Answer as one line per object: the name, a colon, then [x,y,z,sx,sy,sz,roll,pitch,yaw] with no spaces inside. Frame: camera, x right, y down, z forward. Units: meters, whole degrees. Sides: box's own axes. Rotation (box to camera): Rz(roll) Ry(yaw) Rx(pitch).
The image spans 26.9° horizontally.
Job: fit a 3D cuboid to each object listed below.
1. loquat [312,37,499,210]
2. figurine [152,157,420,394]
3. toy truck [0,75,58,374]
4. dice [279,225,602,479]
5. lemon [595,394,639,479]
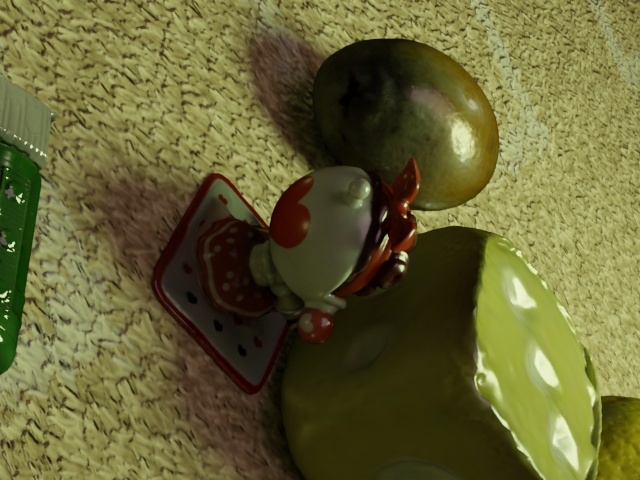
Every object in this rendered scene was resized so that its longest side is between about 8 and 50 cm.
loquat: [0.092,-0.129,1.466,0.227,0.179,0.179,38,43,-26]
figurine: [0.000,0.000,1.210,0.160,0.226,0.183,49,37,-22]
toy truck: [-0.257,-0.009,0.954,0.101,0.125,0.242,32,46,-40]
dice: [0.118,0.148,1.281,0.238,0.227,0.233,50,37,-25]
lemon: [0.318,0.294,1.460,0.267,0.267,0.267,31,47,-41]
